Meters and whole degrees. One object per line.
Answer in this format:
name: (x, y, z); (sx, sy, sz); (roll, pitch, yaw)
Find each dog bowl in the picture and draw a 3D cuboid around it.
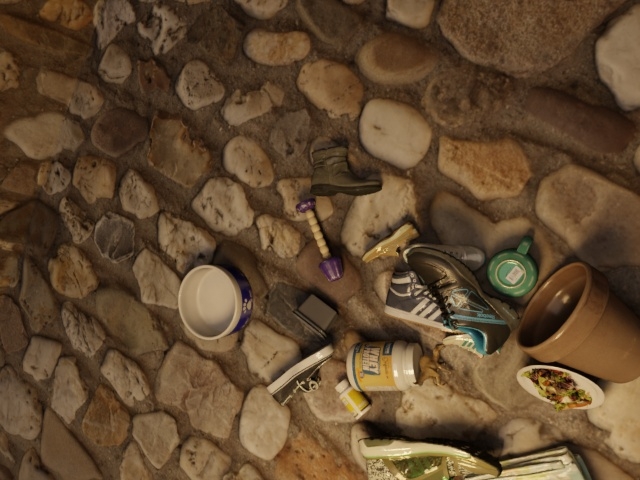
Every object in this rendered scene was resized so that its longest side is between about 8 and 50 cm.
dog bowl: (-0.377, 0.217, 1.683); (0.265, 0.104, 0.264); (0, 89, 26)

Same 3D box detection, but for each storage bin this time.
storage bin: (-0.010, 0.244, 1.516); (0.135, 0.098, 0.091); (36, 77, 23)

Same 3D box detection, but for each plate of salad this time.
plate of salad: (0.592, 0.375, 1.168); (0.200, 0.200, 0.048); (14, 55, 26)

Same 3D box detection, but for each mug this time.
mug: (0.508, 0.073, 1.248); (0.129, 0.097, 0.157); (-10, 85, 26)

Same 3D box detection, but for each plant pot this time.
plant pot: (0.646, 0.214, 1.117); (0.229, 0.263, 0.263); (32, 104, 5)

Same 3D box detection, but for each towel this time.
towel: (0.580, 0.751, 1.218); (0.321, 0.090, 0.374); (-27, 78, 27)

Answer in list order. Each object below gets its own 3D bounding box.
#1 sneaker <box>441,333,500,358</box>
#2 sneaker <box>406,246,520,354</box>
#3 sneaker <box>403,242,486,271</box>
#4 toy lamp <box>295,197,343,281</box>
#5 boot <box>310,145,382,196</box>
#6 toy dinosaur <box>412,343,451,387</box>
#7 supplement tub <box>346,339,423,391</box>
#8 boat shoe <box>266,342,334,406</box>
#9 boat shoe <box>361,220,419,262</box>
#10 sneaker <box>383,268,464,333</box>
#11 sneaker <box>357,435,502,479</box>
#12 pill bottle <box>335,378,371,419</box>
sneaker: (0.423, 0.294, 1.311); (0.161, 0.057, 0.075); (-12, 79, 23)
sneaker: (0.351, 0.150, 1.215); (0.341, 0.125, 0.139); (40, 75, 7)
sneaker: (0.348, 0.052, 1.331); (0.229, 0.092, 0.087); (1, 88, 25)
toy lamp: (0.000, 0.000, 1.512); (0.080, 0.080, 0.274); (-29, 78, 23)
boot: (0.075, -0.225, 1.479); (0.247, 0.083, 0.161); (2, 85, 25)
toy dinosaur: (0.312, 0.375, 1.328); (0.092, 0.183, 0.053); (48, 139, 3)
supplement tub: (0.192, 0.368, 1.377); (0.200, 0.144, 0.144); (-10, 85, 26)
boat shoe: (-0.050, 0.444, 1.517); (0.306, 0.113, 0.105); (-42, 79, 23)
boat shoe: (0.213, 0.021, 1.416); (0.190, 0.068, 0.072); (-37, 86, 21)
sneaker: (0.321, 0.165, 1.341); (0.282, 0.099, 0.153); (10, 95, 29)
sneaker: (0.298, 0.649, 1.305); (0.410, 0.158, 0.182); (-11, 70, 34)
pill bottle: (0.099, 0.493, 1.467); (0.065, 0.065, 0.116); (-47, 71, 18)
